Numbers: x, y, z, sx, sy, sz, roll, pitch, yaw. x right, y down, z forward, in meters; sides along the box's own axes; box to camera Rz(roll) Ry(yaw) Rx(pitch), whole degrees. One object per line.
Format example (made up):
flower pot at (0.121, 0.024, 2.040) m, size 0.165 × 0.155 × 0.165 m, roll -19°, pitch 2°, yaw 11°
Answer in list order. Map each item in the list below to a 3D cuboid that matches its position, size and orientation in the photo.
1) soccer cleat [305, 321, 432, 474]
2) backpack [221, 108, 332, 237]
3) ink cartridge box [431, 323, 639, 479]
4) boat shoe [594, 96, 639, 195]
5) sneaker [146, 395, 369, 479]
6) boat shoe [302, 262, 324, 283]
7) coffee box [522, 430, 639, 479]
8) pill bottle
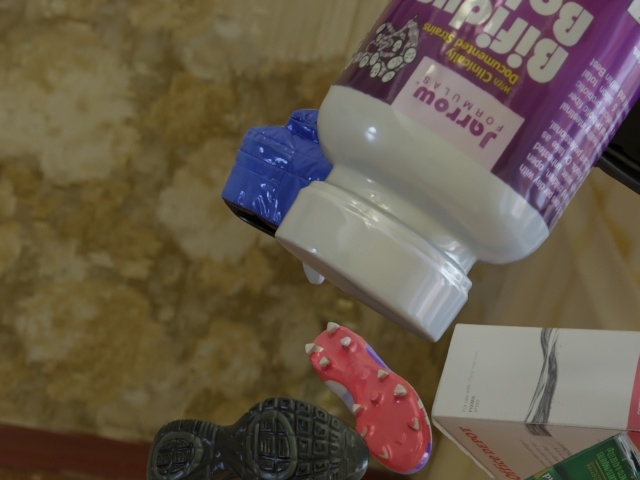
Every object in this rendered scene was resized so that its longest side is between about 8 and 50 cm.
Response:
soccer cleat at (0.067, 0.182, 1.817) m, size 0.095 × 0.083 × 0.248 m, roll 43°, pitch 3°, yaw -41°
backpack at (-0.002, -0.043, 1.172) m, size 0.120 × 0.101 × 0.098 m, roll 19°, pitch -2°, yaw 39°
ink cartridge box at (0.289, 0.182, 1.708) m, size 0.283 × 0.117 × 0.207 m, roll 2°, pitch -26°, yaw 31°
boat shoe at (0.389, -0.065, 1.422) m, size 0.500 × 0.187 × 0.156 m, roll 28°, pitch 21°, yaw -12°
sneaker at (-0.052, 0.236, 1.746) m, size 0.286 × 0.109 × 0.130 m, roll -7°, pitch -23°, yaw 41°
boat shoe at (0.000, 0.000, 1.839) m, size 0.035 × 0.100 × 0.035 m, roll 1°, pitch -13°, yaw -36°
coffee box at (0.164, 0.229, 1.183) m, size 0.113 × 0.184 × 0.040 m, roll 64°, pitch 19°, yaw 10°
pill bottle at (0.103, -0.093, 1.035) m, size 0.169 × 0.301 × 0.169 m, roll 33°, pitch -6°, yaw 4°
